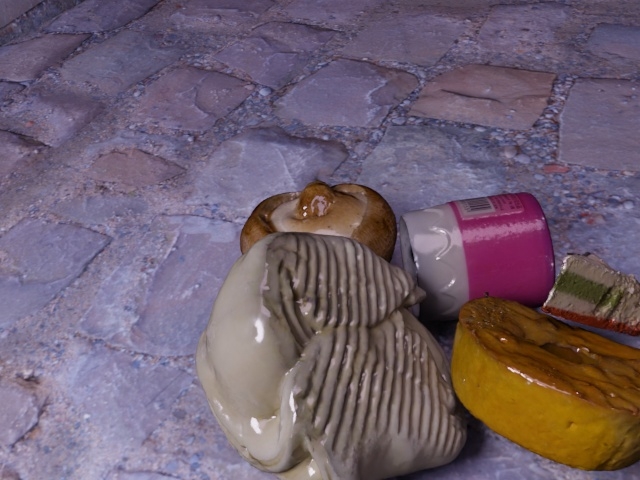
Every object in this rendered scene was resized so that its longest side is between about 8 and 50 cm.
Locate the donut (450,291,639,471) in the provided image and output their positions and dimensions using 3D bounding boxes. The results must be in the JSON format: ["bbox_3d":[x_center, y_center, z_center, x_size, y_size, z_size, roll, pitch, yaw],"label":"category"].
[{"bbox_3d":[0.285,0.169,0.868,0.278,0.108,0.277,14,18,-5],"label":"donut"}]

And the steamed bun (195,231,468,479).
[{"bbox_3d":[-0.005,0.158,0.884,0.324,0.219,0.309,1,63,-47],"label":"steamed bun"}]

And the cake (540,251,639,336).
[{"bbox_3d":[0.353,0.060,0.986,0.220,0.086,0.117,14,11,-31],"label":"cake"}]

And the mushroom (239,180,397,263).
[{"bbox_3d":[0.000,0.000,1.152,0.253,0.153,0.253,-6,37,4],"label":"mushroom"}]

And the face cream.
[{"bbox_3d":[0.224,0.026,1.061,0.195,0.175,0.175,-8,39,1],"label":"face cream"}]
